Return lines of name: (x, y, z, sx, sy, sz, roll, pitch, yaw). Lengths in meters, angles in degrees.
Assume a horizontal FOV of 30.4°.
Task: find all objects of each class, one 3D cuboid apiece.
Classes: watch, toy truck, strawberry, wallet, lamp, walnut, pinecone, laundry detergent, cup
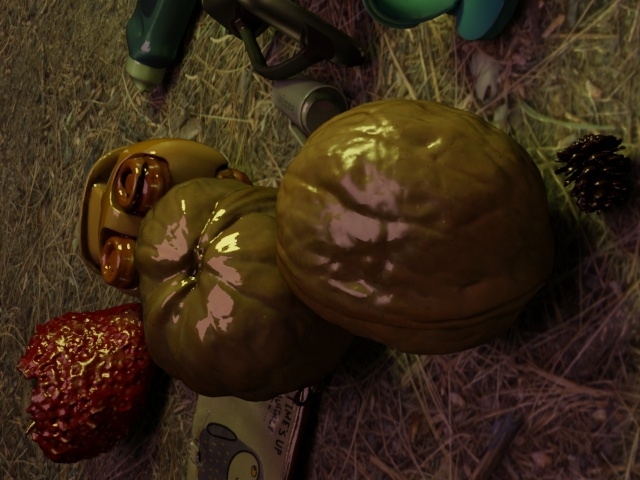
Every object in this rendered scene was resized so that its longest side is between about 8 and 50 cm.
watch: (0.123, -0.342, 1.355, 0.211, 0.193, 0.211, -6, 82, 55)
toy truck: (-0.252, -0.032, 1.845, 0.211, 0.204, 0.288, 40, 120, 53)
strawberry: (-0.387, 0.239, 2.021, 0.261, 0.258, 0.261, 171, 90, -81)
wallet: (-0.102, 0.287, 1.700, 0.275, 0.068, 0.335, 22, 103, 53)
lamp: (-0.089, -0.314, 1.631, 0.124, 0.203, 0.283, -48, 39, 6)
walnut: (-0.095, 0.067, 1.488, 0.296, 0.285, 0.285, 39, 118, 32)
pinecone: (0.279, -0.067, 1.195, 0.077, 0.077, 0.083, -41, 57, 45)
walnut: (0.102, -0.013, 1.282, 0.313, 0.252, 0.277, 21, 105, 26)
laundry detergent: (-0.277, -0.400, 2.030, 0.143, 0.094, 0.290, 44, 120, 45)
cup: (-0.019, -0.178, 1.651, 0.116, 0.074, 0.104, 37, 129, 55)
